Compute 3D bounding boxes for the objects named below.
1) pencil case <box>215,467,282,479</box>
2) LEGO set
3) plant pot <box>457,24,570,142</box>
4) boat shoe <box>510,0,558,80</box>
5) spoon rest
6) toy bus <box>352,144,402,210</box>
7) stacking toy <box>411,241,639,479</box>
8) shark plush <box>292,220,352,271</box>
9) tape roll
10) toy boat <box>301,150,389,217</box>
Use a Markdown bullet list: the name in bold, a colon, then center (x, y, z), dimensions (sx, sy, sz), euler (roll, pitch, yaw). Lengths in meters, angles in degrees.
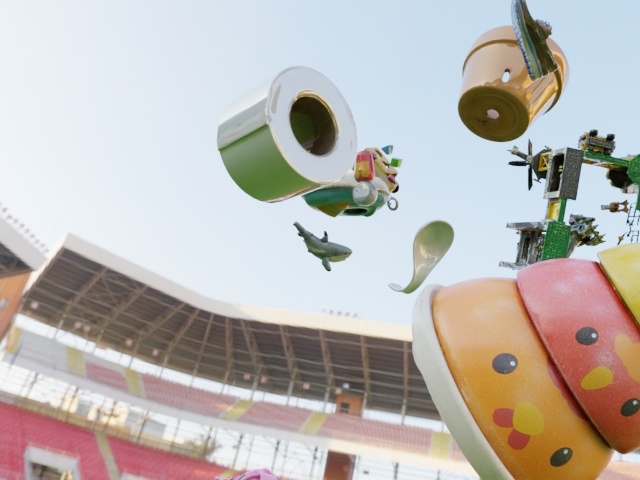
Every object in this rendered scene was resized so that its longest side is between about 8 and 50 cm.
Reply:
- **pencil case**: center (-0.094, 0.301, 0.623), dimensions (0.095, 0.098, 0.209), euler (30, -35, -12)
- **LEGO set**: center (0.499, -0.042, 1.154), dimensions (0.255, 0.331, 0.192), euler (3, 0, -9)
- **plant pot**: center (0.513, -0.412, 1.591), dimensions (0.291, 0.203, 0.290), euler (25, -27, 14)
- **boat shoe**: center (0.464, -0.444, 1.243), dimensions (0.066, 0.066, 0.183), euler (-19, -78, 12)
- **spoon rest**: center (0.307, 0.057, 1.733), dimensions (0.137, 0.084, 0.276), euler (15, -63, -29)
- **toy bus**: center (0.197, -0.205, 1.836), dimensions (0.191, 0.202, 0.104), euler (8, 14, 40)
- **stacking toy**: center (0.392, 0.110, 0.741), dimensions (0.480, 0.350, 0.351), euler (-35, -50, 22)
- **shark plush**: center (0.000, 0.000, 1.403), dimensions (0.161, 0.073, 0.067), euler (43, -65, -9)
- **tape roll**: center (-0.066, -0.212, 1.180), dimensions (0.246, 0.246, 0.169), euler (34, -31, -32)
- **toy boat**: center (0.086, -0.133, 1.644), dimensions (0.268, 0.148, 0.318), euler (2, -14, -13)
